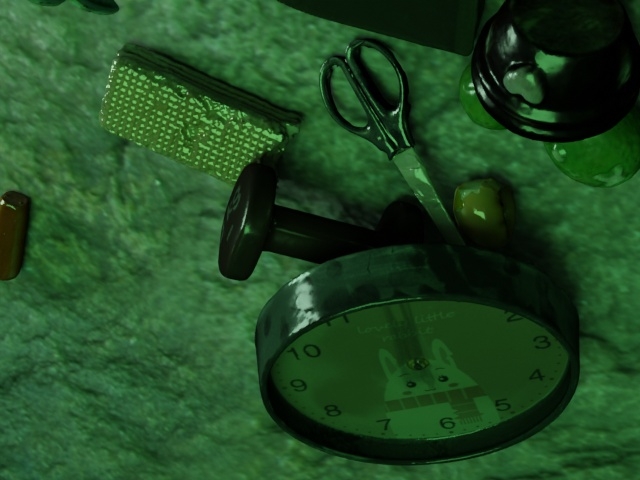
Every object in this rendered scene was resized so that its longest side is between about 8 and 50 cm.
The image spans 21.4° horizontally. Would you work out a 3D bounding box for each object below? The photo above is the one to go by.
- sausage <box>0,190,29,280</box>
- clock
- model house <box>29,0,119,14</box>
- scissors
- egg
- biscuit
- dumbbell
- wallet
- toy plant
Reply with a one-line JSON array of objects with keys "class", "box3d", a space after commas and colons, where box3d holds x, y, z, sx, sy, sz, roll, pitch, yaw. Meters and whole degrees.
[{"class": "sausage", "box3d": [-0.403, -0.003, 2.192, 0.041, 0.039, 0.131, 16, 125, 2]}, {"class": "clock", "box3d": [0.113, 0.142, 1.963, 0.386, 0.076, 0.386, -1, 144, -1]}, {"class": "model house", "box3d": [-0.250, -0.398, 1.741, 0.300, 0.324, 0.340, -30, 136, 32]}, {"class": "scissors", "box3d": [0.101, -0.089, 1.924, 0.109, 0.022, 0.300, -31, 91, 33]}, {"class": "egg", "box3d": [0.189, -0.030, 1.938, 0.071, 0.071, 0.083, -11, 95, 26]}, {"class": "biscuit", "box3d": [-0.145, -0.142, 2.001, 0.238, 0.062, 0.108, 24, 125, 5]}, {"class": "dumbbell", "box3d": [0.000, 0.000, 1.957, 0.225, 0.124, 0.140, 15, 126, -13]}, {"class": "wallet", "box3d": [0.066, -0.305, 1.838, 0.245, 0.052, 0.169, 18, 124, 15]}, {"class": "toy plant", "box3d": [0.254, -0.164, 1.791, 0.218, 0.175, 0.235, 25, 153, 13]}]
